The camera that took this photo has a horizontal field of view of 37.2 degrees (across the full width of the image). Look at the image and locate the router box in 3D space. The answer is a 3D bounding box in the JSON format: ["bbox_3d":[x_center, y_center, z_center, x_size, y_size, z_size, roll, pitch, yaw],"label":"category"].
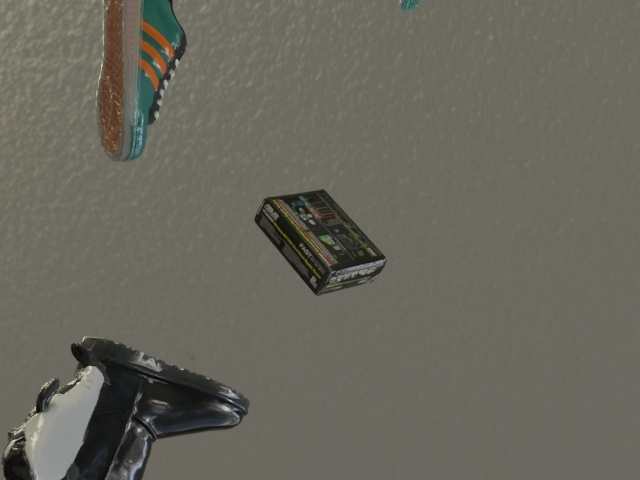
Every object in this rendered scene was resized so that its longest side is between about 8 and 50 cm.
[{"bbox_3d":[0.000,0.000,1.032,0.122,0.092,0.038,49,-53,27],"label":"router box"}]

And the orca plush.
[{"bbox_3d":[-0.392,0.246,1.331,0.102,0.287,0.151,-6,-54,9],"label":"orca plush"}]

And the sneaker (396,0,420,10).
[{"bbox_3d":[0.126,-0.377,1.217,0.076,0.166,0.065,33,-13,13],"label":"sneaker"}]

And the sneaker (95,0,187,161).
[{"bbox_3d":[-0.251,-0.258,1.392,0.121,0.302,0.108,7,-9,-36],"label":"sneaker"}]

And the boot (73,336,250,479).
[{"bbox_3d":[-0.331,0.436,1.657,0.367,0.445,0.146,28,-23,-35],"label":"boot"}]
